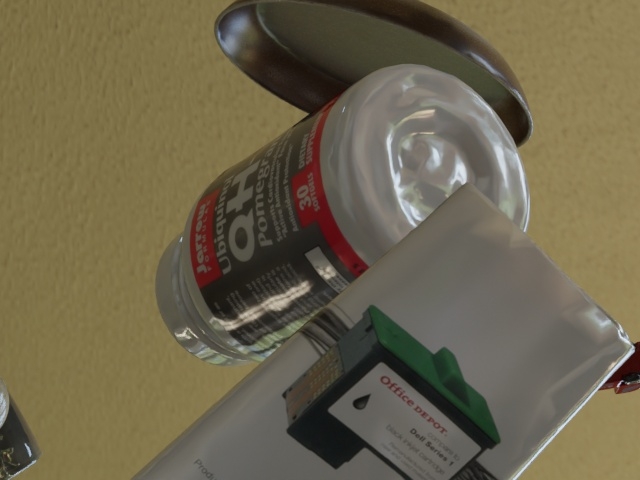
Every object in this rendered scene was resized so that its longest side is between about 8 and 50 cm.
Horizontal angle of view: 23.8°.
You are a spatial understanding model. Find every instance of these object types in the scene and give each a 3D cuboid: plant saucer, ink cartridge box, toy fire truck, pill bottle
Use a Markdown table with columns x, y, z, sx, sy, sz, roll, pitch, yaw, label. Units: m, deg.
| x | y | z | sx | sy | sz | roll | pitch | yaw | label |
| --- | --- | --- | --- | --- | --- | --- | --- | --- | --- |
| 0.054 | -0.165 | 1.416 | 0.311 | 0.311 | 0.050 | 25 | -104 | -23 | plant saucer |
| -0.008 | 0.098 | 0.555 | 0.092 | 0.219 | 0.160 | 46 | -34 | 6 | ink cartridge box |
| 0.273 | 0.167 | 1.729 | 0.192 | 0.047 | 0.135 | -8 | -22 | -3 | toy fire truck |
| 0.000 | 0.000 | 1.196 | 0.176 | 0.176 | 0.318 | 27 | -32 | -24 | pill bottle |

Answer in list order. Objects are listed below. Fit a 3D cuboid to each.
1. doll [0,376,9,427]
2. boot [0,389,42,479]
| x | y | z | sx | sy | sz | roll | pitch | yaw | label |
| --- | --- | --- | --- | --- | --- | --- | --- | --- | --- |
| -0.190 | 0.076 | 0.721 | 0.046 | 0.189 | 0.129 | -9 | -91 | -26 | doll |
| -0.299 | 0.097 | 1.069 | 0.076 | 0.190 | 0.208 | -11 | -81 | 38 | boot |
